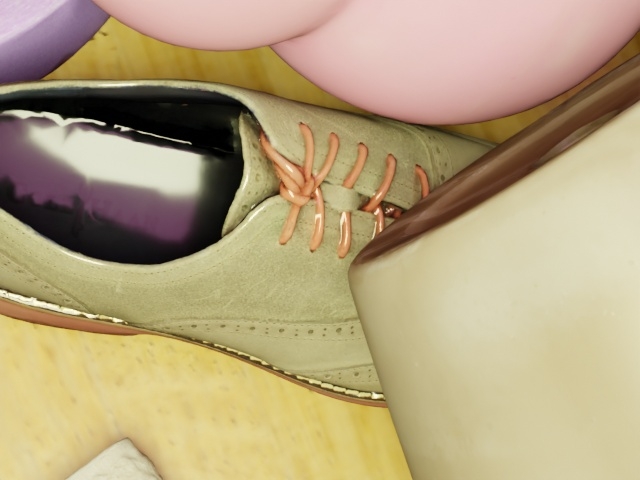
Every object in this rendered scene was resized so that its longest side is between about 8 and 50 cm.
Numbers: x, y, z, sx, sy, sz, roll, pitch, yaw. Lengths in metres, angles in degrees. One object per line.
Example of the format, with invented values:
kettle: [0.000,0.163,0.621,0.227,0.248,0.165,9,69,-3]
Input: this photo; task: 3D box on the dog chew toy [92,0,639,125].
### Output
dog chew toy: [-0.018,-0.156,0.697,0.331,0.206,0.207,6,77,-33]

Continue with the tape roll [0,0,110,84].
tape roll: [-0.201,-0.191,0.811,0.274,0.090,0.275,1,80,-7]

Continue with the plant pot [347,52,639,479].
plant pot: [0.161,0.075,0.663,0.323,0.323,0.280,-35,93,-11]

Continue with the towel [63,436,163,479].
towel: [-0.133,0.239,0.759,0.282,0.049,0.187,-38,87,-13]

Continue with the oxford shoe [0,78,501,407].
oxford shoe: [0.000,0.000,0.775,0.348,0.130,0.123,4,78,-6]
